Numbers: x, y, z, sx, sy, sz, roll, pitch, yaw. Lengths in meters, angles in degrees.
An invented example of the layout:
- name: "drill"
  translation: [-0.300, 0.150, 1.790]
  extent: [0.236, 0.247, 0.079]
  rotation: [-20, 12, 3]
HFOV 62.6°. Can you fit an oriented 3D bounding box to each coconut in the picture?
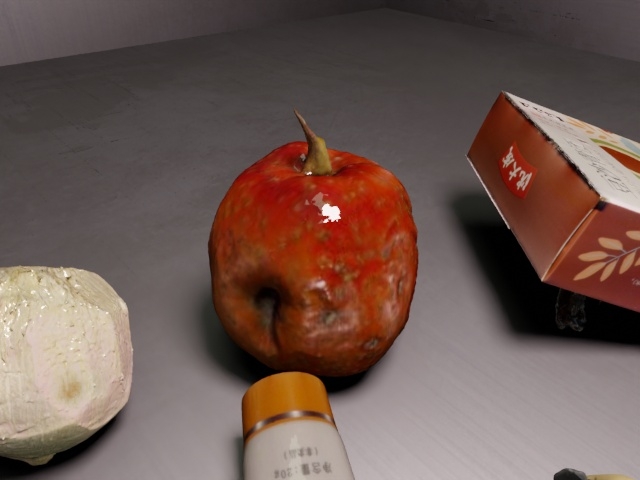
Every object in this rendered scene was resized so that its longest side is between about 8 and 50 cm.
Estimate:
- name: "coconut"
  translation: [-0.278, 0.122, 0.511]
  extent: [0.195, 0.194, 0.194]
  rotation: [1, 34, -1]

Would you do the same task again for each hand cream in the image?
- name: "hand cream"
  translation: [-0.011, 0.257, 0.409]
  extent: [0.140, 0.089, 0.314]
  rotation: [-4, 43, -16]

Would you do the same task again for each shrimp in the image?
- name: "shrimp"
  translation: [0.369, 0.053, 0.726]
  extent: [0.082, 0.076, 0.174]
  rotation: [4, 28, 36]

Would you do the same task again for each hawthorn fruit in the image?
- name: "hawthorn fruit"
  translation: [-0.001, 0.021, 0.613]
  extent: [0.259, 0.261, 0.258]
  rotation: [24, 2, -1]

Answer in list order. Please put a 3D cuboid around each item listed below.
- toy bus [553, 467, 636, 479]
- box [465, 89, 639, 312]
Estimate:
- name: "toy bus"
  translation: [0.099, 0.277, 0.233]
  extent: [0.366, 0.201, 0.177]
  rotation: [-29, 65, -40]
- name: "box"
  translation: [0.439, -0.040, 0.734]
  extent: [0.386, 0.122, 0.344]
  rotation: [16, 32, -11]
